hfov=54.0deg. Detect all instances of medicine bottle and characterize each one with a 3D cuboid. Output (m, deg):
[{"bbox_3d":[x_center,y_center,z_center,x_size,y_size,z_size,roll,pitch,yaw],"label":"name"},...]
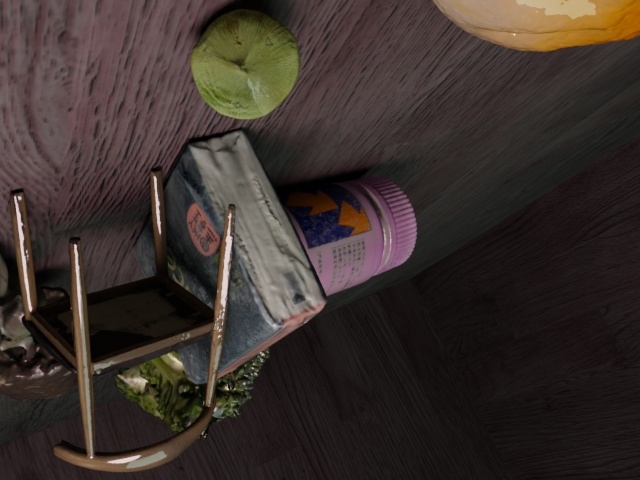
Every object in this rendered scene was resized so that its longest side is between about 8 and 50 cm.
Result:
[{"bbox_3d":[0.000,0.000,1.019,0.291,0.178,0.178,-17,166,-36],"label":"medicine bottle"}]

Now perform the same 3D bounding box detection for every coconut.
[{"bbox_3d":[-0.059,-0.141,0.505,0.088,0.088,0.096,-27,-162,5],"label":"coconut"}]

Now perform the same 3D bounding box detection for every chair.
[{"bbox_3d":[-0.204,0.082,0.661,0.188,0.272,0.166,-15,-152,-39],"label":"chair"}]

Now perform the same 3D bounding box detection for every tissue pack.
[{"bbox_3d":[-0.128,0.040,0.794,0.103,0.228,0.316,-19,167,-32],"label":"tissue pack"}]

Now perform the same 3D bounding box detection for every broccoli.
[{"bbox_3d":[-0.267,0.241,1.305,0.277,0.338,0.317,-51,155,-23],"label":"broccoli"}]

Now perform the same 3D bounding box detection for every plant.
[{"bbox_3d":[-0.379,0.101,0.753,0.149,0.146,0.274,-15,158,-8],"label":"plant"}]

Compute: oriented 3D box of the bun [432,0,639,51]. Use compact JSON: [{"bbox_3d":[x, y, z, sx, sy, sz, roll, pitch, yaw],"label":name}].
[{"bbox_3d":[0.224,-0.242,0.457,0.299,0.165,0.299,-26,168,-6],"label":"bun"}]
